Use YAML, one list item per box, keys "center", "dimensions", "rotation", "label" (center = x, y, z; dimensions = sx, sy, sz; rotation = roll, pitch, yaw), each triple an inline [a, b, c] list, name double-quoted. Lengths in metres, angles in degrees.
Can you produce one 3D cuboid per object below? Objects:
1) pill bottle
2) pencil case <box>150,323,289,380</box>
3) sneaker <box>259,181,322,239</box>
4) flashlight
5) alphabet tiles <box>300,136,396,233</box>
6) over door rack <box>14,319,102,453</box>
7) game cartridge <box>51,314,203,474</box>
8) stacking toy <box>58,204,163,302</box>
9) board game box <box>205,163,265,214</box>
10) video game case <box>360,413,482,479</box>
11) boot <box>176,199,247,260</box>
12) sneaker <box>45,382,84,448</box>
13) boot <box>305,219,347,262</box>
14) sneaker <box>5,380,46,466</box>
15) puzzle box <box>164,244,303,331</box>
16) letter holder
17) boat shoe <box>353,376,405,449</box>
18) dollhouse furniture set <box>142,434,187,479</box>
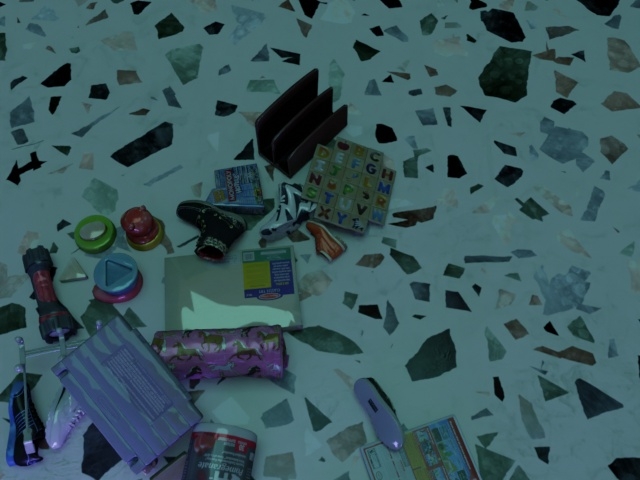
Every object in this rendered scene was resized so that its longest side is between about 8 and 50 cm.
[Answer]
- center: [-0.275, 0.645, 1.661]
  dimensions: [0.176, 0.176, 0.318]
  rotation: [7, 64, 3]
  label: "pill bottle"
- center: [-0.283, 0.324, 1.823]
  dimensions: [0.386, 0.167, 0.160]
  rotation: [-4, 86, -3]
  label: "pencil case"
- center: [-0.122, -0.108, 2.081]
  dimensions: [0.235, 0.094, 0.153]
  rotation: [-32, 67, -15]
  label: "sneaker"
- center: [-0.820, 0.156, 1.942]
  dimensions: [0.103, 0.103, 0.304]
  rotation: [-21, 66, -9]
  label: "flashlight"
- center: [0.097, -0.186, 2.119]
  dimensions: [0.285, 0.011, 0.342]
  rotation: [19, 59, -5]
  label: "alphabet tiles"
- center: [-0.689, 0.378, 1.749]
  dimensions: [0.240, 0.108, 0.324]
  rotation: [-10, 60, -18]
  label: "over door rack"
- center: [-0.500, 0.396, 1.689]
  dimensions: [0.230, 0.068, 0.355]
  rotation: [-39, 85, -13]
  label: "game cartridge"
- center: [-0.661, 0.022, 1.994]
  dimensions: [0.280, 0.130, 0.308]
  rotation: [10, 64, 4]
  label: "stacking toy"
- center: [-0.291, -0.163, 2.126]
  dimensions: [0.194, 0.060, 0.194]
  rotation: [-10, 64, -6]
  label: "board game box"
- center: [0.274, 0.617, 1.760]
  dimensions: [0.285, 0.025, 0.204]
  rotation: [-17, 65, -8]
  label: "video game case"
- center: [-0.366, -0.034, 2.013]
  dimensions: [0.236, 0.085, 0.178]
  rotation: [17, 40, 6]
  label: "boot"
- center: [-0.694, 0.465, 1.804]
  dimensions: [0.095, 0.090, 0.235]
  rotation: [12, 65, -5]
  label: "sneaker"
- center: [0.000, 0.000, 2.049]
  dimensions: [0.158, 0.059, 0.084]
  rotation: [40, 75, 16]
  label: "boot"
- center: [-0.809, 0.504, 1.788]
  dimensions: [0.091, 0.081, 0.232]
  rotation: [-4, 71, -5]
  label: "sneaker"
- center: [-0.267, 0.163, 1.969]
  dimensions: [0.409, 0.052, 0.272]
  rotation: [-5, 63, -3]
  label: "puzzle box"
- center: [-0.059, -0.398, 2.156]
  dimensions: [0.152, 0.214, 0.302]
  rotation: [38, 69, 17]
  label: "letter holder"
- center: [0.178, 0.475, 1.798]
  dimensions: [0.070, 0.078, 0.219]
  rotation: [3, 48, -48]
  label: "boat shoe"
- center: [-0.432, 0.575, 1.778]
  dimensions: [0.144, 0.123, 0.151]
  rotation: [-36, 104, -16]
  label: "dollhouse furniture set"
